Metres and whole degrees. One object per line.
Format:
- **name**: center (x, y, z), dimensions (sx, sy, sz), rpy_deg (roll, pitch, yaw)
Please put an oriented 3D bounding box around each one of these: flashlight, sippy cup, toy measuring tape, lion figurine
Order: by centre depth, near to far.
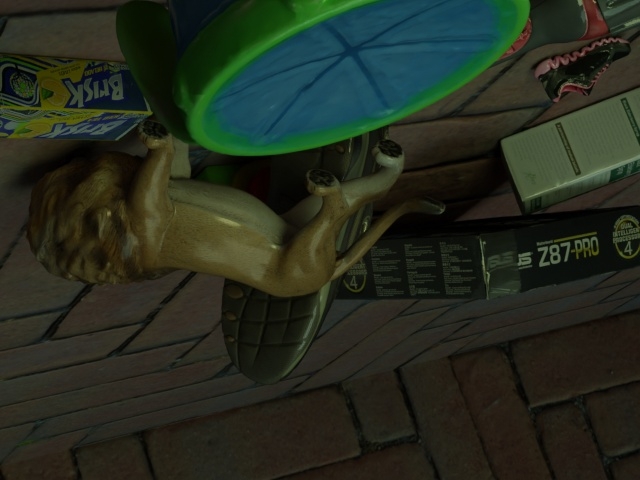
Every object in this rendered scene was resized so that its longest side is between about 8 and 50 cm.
- **sippy cup**: center (-0.010, -0.204, 0.941), dimensions (0.305, 0.224, 0.240), rpy_deg (-21, 166, 4)
- **flashlight**: center (0.169, -0.206, 1.422), dimensions (0.304, 0.103, 0.103), rpy_deg (-21, 122, 15)
- **lion figurine**: center (-0.095, -0.015, 1.447), dimensions (0.392, 0.142, 0.240), rpy_deg (19, 128, -3)
- **toy measuring tape**: center (-0.025, -0.038, 1.731), dimensions (0.330, 0.121, 0.121), rpy_deg (-7, 160, -41)

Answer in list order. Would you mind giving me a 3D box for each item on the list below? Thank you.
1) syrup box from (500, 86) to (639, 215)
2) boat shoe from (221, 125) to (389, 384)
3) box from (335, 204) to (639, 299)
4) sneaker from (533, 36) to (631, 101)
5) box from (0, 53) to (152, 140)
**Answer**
- **syrup box**: center (0.369, -0.125, 1.964), dimensions (0.237, 0.096, 0.093), rpy_deg (-20, 167, 3)
- **boat shoe**: center (0.000, 0.000, 1.594), dimensions (0.130, 0.132, 0.355), rpy_deg (-9, 127, -51)
- **box**: center (0.210, 0.022, 2.037), dimensions (0.318, 0.097, 0.395), rpy_deg (-11, -175, -36)
- **sneaker**: center (0.314, -0.199, 1.707), dimensions (0.119, 0.057, 0.047), rpy_deg (-21, 163, 0)
- **box**: center (-0.233, -0.124, 1.271), dimensions (0.169, 0.054, 0.059), rpy_deg (-4, 159, -48)
